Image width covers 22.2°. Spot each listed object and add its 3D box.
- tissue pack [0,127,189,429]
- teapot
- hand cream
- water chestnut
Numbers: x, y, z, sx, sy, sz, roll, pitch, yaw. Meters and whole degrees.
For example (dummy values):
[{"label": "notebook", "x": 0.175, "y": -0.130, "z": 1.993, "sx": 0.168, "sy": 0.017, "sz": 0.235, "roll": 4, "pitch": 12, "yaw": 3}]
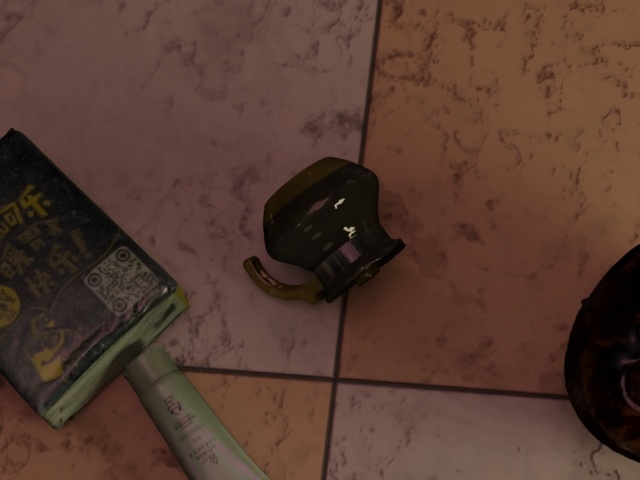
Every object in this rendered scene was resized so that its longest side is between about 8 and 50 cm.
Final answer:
[{"label": "tissue pack", "x": -0.284, "y": 0.034, "z": 1.622, "sx": 0.185, "sy": 0.081, "sz": 0.257, "roll": -44, "pitch": 69, "yaw": -10}, {"label": "teapot", "x": 0.000, "y": 0.000, "z": 1.584, "sx": 0.166, "sy": 0.130, "sz": 0.119, "roll": -40, "pitch": 82, "yaw": 26}, {"label": "hand cream", "x": -0.114, "y": 0.192, "z": 1.555, "sx": 0.078, "sy": 0.050, "sz": 0.205, "roll": -34, "pitch": 72, "yaw": -8}, {"label": "water chestnut", "x": 0.331, "y": 0.101, "z": 1.431, "sx": 0.224, "sy": 0.238, "sz": 0.223, "roll": 0, "pitch": 77, "yaw": 1}]
